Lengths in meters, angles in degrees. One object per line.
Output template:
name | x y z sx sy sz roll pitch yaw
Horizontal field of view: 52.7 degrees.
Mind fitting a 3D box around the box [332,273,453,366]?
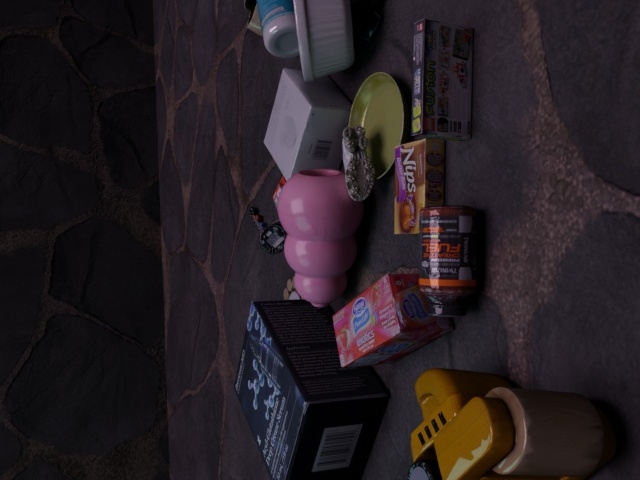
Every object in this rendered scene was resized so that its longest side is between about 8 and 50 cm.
box | 0.140 0.167 1.326 0.257 0.128 0.123 -47 49 54

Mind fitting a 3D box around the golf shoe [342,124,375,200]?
golf shoe | 0.083 -0.169 1.469 0.086 0.069 0.176 116 153 -76

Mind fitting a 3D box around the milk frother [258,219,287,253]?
milk frother | -0.090 0.005 1.844 0.143 0.129 0.135 63 -169 -4

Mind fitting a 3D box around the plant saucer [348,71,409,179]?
plant saucer | 0.134 -0.255 1.457 0.241 0.037 0.241 -1 89 63

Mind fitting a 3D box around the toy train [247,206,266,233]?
toy train | -0.207 -0.068 2.153 0.036 0.027 0.158 -64 34 22

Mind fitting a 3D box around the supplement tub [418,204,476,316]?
supplement tub | 0.231 0.037 1.175 0.106 0.106 0.198 -3 87 64

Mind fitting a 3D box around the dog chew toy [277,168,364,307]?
dog chew toy | 0.000 0.000 1.551 0.206 0.206 0.332 -150 57 -60

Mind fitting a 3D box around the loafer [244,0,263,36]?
loafer | -0.197 -0.790 2.086 0.102 0.092 0.269 -27 65 61

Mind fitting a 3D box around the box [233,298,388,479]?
box | -0.043 0.370 1.595 0.395 0.211 0.294 -128 46 -53

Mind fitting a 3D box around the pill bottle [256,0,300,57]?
pill bottle | -0.106 -0.664 1.836 0.146 0.146 0.264 -46 49 54

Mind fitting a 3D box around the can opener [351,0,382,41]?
can opener | 0.126 -0.555 1.482 0.186 0.073 0.059 -64 -4 34

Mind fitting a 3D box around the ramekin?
ramekin | 0.006 -0.520 1.533 0.273 0.127 0.273 -7 -90 -89

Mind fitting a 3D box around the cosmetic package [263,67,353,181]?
cosmetic package | -0.032 -0.293 1.681 0.225 0.138 0.224 59 140 45

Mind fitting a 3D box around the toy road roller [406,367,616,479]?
toy road roller | 0.260 0.286 1.010 0.330 0.202 0.241 117 154 -44

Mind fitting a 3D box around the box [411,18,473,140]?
box | 0.225 -0.293 1.190 0.036 0.114 0.207 2 90 64

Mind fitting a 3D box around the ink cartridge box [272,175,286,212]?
ink cartridge box | -0.121 -0.138 1.975 0.063 0.029 0.115 -62 37 43

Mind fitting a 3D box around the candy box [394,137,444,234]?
candy box | 0.199 -0.105 1.304 0.109 0.053 0.187 0 91 64

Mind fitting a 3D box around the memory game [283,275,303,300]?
memory game | -0.071 0.196 1.882 0.186 0.012 0.186 -7 83 63
